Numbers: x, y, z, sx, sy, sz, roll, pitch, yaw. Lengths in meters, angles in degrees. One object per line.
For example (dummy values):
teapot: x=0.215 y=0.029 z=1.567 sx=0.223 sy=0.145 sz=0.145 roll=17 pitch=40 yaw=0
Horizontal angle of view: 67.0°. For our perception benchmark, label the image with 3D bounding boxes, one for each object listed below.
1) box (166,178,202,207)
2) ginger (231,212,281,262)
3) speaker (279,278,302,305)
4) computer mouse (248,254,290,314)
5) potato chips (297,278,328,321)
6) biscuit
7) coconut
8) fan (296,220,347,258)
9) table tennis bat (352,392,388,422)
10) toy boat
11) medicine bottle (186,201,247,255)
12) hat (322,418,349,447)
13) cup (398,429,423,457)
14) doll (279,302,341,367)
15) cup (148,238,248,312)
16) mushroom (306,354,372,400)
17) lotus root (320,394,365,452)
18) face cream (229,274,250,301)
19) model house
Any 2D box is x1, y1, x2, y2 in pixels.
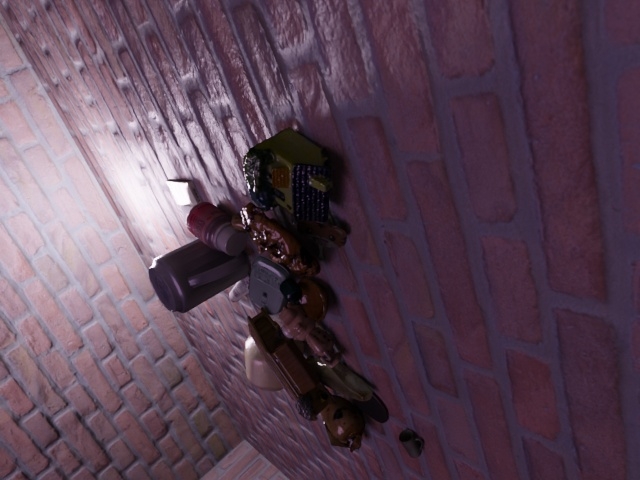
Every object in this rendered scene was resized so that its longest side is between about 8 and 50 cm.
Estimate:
box: x=-0.572 y=-0.198 z=2.035 sx=0.220 sy=0.032 sz=0.122 roll=12 pitch=130 yaw=50
ginger: x=-0.220 y=-0.013 z=1.675 sx=0.288 sy=0.075 sz=0.089 roll=34 pitch=117 yaw=32
speaker: x=-0.091 y=0.177 z=1.642 sx=0.075 sy=0.060 sz=0.094 roll=48 pitch=-176 yaw=41
computer mouse: x=-0.176 y=0.158 z=1.761 sx=0.159 sy=0.097 sz=0.289 roll=29 pitch=135 yaw=15
potato chips: x=-0.021 y=0.196 z=1.614 sx=0.201 sy=0.049 sz=0.150 roll=-33 pitch=73 yaw=61
biscuit: x=-0.124 y=0.009 z=1.426 sx=0.289 sy=0.081 sz=0.334 roll=43 pitch=175 yaw=9
coconut: x=-0.187 y=0.463 z=1.959 sx=0.245 sy=0.245 sz=0.248 roll=29 pitch=123 yaw=37
fan: x=0.000 y=0.000 z=1.373 sx=0.152 sy=0.008 sz=0.227 roll=17 pitch=154 yaw=9
table tennis bat: x=0.135 y=0.579 z=1.820 sx=0.301 sy=0.022 sz=0.174 roll=26 pitch=139 yaw=40
toy boat: x=-0.119 y=0.448 z=1.757 sx=0.446 sy=0.136 sz=0.162 roll=54 pitch=150 yaw=5
medicine bottle: x=-0.387 y=-0.041 z=1.817 sx=0.247 sy=0.147 sz=0.147 roll=31 pitch=143 yaw=35
hat: x=0.068 y=0.811 z=1.994 sx=0.193 sy=0.082 sz=0.193 roll=35 pitch=-171 yaw=-6
cup: x=0.319 y=0.694 z=1.657 sx=0.083 sy=0.074 sz=0.054 roll=60 pitch=-173 yaw=-17
doll: x=-0.038 y=0.337 z=1.718 sx=0.278 sy=0.119 sz=0.154 roll=45 pitch=-176 yaw=12
cup: x=-0.457 y=0.121 z=1.880 sx=0.322 sy=0.326 sz=0.237 roll=-2 pitch=112 yaw=51
mushroom: x=0.058 y=0.502 z=1.784 sx=0.333 sy=0.087 sz=0.107 roll=3 pitch=108 yaw=51
lotus root: x=0.088 y=0.698 z=1.898 sx=0.257 sy=0.140 sz=0.154 roll=40 pitch=163 yaw=42
face cream: x=-0.340 y=0.206 z=2.099 sx=0.092 sy=0.058 sz=0.243 roll=58 pitch=146 yaw=6
model house: x=-0.061 y=-0.136 z=1.213 sx=0.211 sy=0.170 sz=0.194 roll=36 pitch=143 yaw=29
